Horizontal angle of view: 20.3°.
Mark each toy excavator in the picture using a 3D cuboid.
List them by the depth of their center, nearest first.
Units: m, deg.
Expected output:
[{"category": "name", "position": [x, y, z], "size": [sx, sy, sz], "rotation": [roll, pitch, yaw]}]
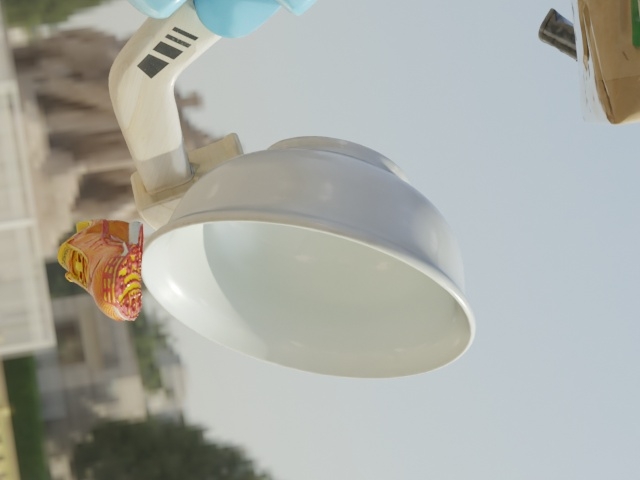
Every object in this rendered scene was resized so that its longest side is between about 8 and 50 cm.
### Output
[{"category": "toy excavator", "position": [-0.130, -0.263, 1.822], "size": [0.433, 0.445, 0.222], "rotation": [40, 18, -33]}]

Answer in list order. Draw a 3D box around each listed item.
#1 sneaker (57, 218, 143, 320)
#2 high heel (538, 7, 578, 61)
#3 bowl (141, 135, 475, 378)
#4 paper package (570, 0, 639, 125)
[{"category": "sneaker", "position": [-0.170, 0.024, 1.381], "size": [0.175, 0.067, 0.064], "rotation": [-122, -146, -78]}, {"category": "high heel", "position": [0.369, -0.288, 1.931], "size": [0.186, 0.093, 0.261], "rotation": [35, -75, 33]}, {"category": "bowl", "position": [0.000, 0.000, 1.572], "size": [0.298, 0.297, 0.134], "rotation": [102, 1, -64]}, {"category": "paper package", "position": [0.316, -0.177, 1.108], "size": [0.309, 0.324, 0.168], "rotation": [-38, 119, -84]}]
